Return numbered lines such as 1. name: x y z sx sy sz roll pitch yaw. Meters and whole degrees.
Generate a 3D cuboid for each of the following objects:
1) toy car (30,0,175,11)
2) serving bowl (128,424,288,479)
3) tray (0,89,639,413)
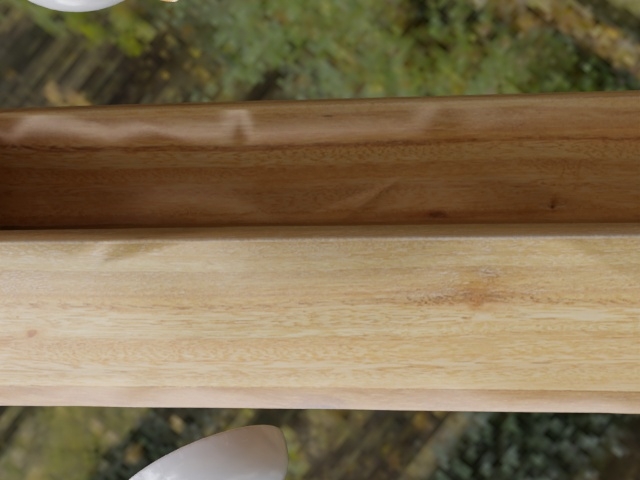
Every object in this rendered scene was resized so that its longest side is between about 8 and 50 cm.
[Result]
1. toy car: -0.160 -0.182 0.908 0.238 0.219 0.210 27 154 4
2. serving bowl: -0.050 0.114 0.745 0.027 0.083 0.083 65 -169 22
3. tray: 0.000 0.000 0.679 0.411 0.076 0.203 -1 -161 12
